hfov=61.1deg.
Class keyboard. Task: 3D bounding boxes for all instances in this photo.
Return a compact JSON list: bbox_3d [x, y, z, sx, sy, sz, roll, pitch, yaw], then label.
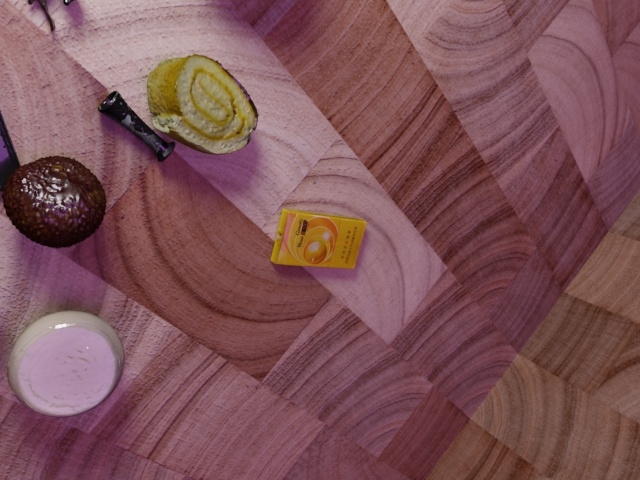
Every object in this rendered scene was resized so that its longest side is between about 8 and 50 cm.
[{"bbox_3d":[-0.647,-0.202,1.033,0.094,0.025,0.230,-21,118,-27],"label":"keyboard"}]

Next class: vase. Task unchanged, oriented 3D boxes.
[{"bbox_3d":[-0.390,-0.242,1.164,0.059,0.059,0.167,-51,127,-7],"label":"vase"}]

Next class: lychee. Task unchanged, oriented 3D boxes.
[{"bbox_3d":[-0.521,-0.075,1.071,0.195,0.194,0.194,-12,114,-29],"label":"lychee"}]

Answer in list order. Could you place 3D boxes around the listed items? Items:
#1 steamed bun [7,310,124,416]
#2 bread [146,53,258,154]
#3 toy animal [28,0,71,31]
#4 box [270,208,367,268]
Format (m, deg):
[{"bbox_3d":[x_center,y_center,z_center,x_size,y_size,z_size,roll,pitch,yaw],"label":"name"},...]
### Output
[{"bbox_3d":[-0.555,0.264,1.192,0.232,0.145,0.231,-3,96,-27],"label":"steamed bun"},{"bbox_3d":[-0.254,-0.284,1.190,0.257,0.124,0.185,31,82,-45],"label":"bread"},{"bbox_3d":[-0.515,-0.496,0.985,0.105,0.070,0.202,-28,126,0],"label":"toy animal"},{"bbox_3d":[0.000,0.000,1.519,0.269,0.043,0.152,4,105,-35],"label":"box"}]
